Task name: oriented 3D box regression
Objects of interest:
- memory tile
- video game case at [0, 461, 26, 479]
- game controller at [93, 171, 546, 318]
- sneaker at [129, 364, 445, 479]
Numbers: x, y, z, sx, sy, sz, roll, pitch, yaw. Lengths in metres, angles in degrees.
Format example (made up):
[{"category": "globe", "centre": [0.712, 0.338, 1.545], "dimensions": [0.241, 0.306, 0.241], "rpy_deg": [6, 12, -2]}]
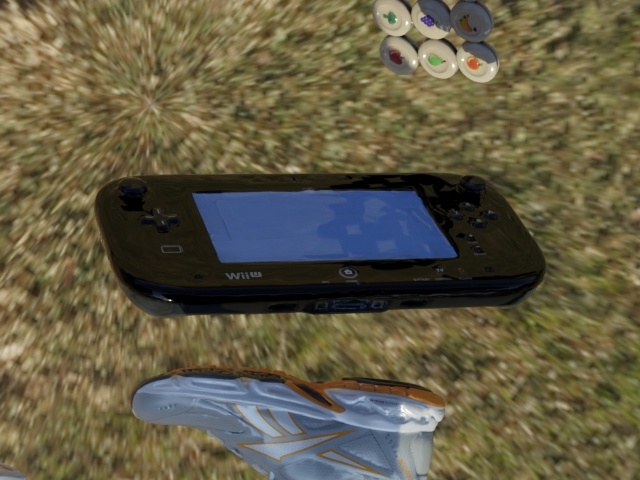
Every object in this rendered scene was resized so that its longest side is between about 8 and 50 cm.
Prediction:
[{"category": "memory tile", "centre": [0.086, -0.194, 1.450], "dimensions": [0.113, 0.012, 0.148], "rpy_deg": [10, 128, 32]}, {"category": "video game case", "centre": [-0.324, 0.103, 1.047], "dimensions": [0.204, 0.285, 0.025], "rpy_deg": [20, 88, 23]}, {"category": "game controller", "centre": [0.000, 0.000, 1.312], "dimensions": [0.319, 0.166, 0.067], "rpy_deg": [-2, 112, -17]}, {"category": "sneaker", "centre": [-0.033, 0.170, 1.505], "dimensions": [0.262, 0.099, 0.121], "rpy_deg": [6, 91, 7]}]
